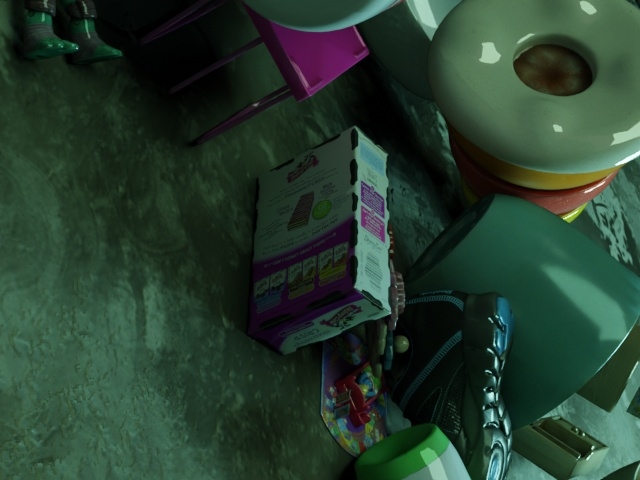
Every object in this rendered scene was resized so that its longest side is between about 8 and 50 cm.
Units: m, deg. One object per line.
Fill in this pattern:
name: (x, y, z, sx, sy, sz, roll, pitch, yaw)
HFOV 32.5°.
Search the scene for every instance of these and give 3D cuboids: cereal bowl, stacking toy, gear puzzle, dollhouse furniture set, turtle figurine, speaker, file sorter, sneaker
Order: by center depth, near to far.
turtle figurine: (-0.270, -0.303, 1.129, 0.175, 0.118, 0.234, -9, 92, -43)
file sorter: (-0.115, -0.287, 1.285, 0.290, 0.182, 0.202, 61, 30, -10)
speaker: (0.152, 0.371, 1.291, 0.296, 0.131, 0.131, 64, 31, -4)
gear puzzle: (0.070, -0.001, 1.396, 0.175, 0.044, 0.339, 92, -8, -47)
sneaker: (0.166, 0.226, 1.398, 0.125, 0.140, 0.340, -15, 109, -64)
dollhouse furniture set: (0.406, 0.228, 1.658, 0.212, 0.242, 0.161, 32, 14, 31)
stacking toy: (0.318, -0.129, 1.685, 0.480, 0.351, 0.350, 92, -3, -57)
cereal bowl: (0.149, -0.368, 1.781, 0.339, 0.141, 0.339, 35, 42, -39)

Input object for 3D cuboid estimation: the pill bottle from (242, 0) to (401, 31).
pill bottle: (0.059, -0.376, 1.213, 0.229, 0.229, 0.408, 61, 30, -7)

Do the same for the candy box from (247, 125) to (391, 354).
candy box: (0.000, 0.000, 1.285, 0.071, 0.159, 0.233, 36, 43, -39)

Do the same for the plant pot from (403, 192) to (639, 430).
plant pot: (0.259, 0.076, 1.520, 0.235, 0.293, 0.293, 45, 34, -5)

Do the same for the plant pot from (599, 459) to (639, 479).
plant pot: (0.430, 0.476, 1.578, 0.284, 0.191, 0.284, 35, 42, -39)

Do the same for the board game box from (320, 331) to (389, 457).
board game box: (0.055, 0.187, 1.363, 0.133, 0.033, 0.168, 38, 41, -38)
